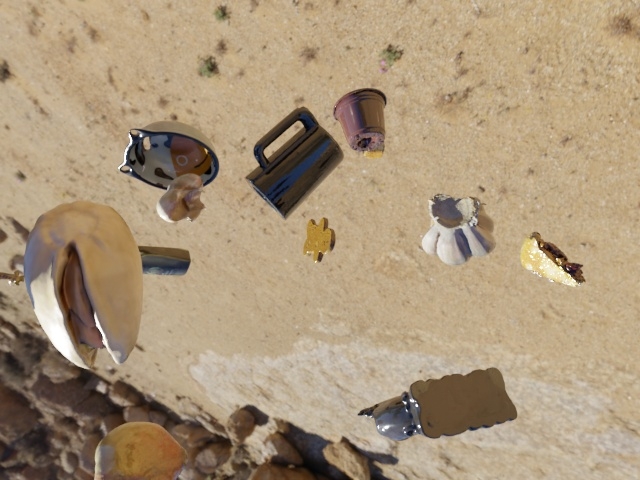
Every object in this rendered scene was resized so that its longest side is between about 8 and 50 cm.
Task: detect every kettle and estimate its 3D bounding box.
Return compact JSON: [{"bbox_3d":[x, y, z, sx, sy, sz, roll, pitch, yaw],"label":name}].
[{"bbox_3d":[-0.104,-0.266,1.534,0.262,0.308,0.203,47,175,-17],"label":"kettle"}]

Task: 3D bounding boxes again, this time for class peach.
[{"bbox_3d":[-0.465,0.585,1.168,0.233,0.232,0.232,25,147,17],"label":"peach"}]

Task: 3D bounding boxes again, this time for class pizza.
[{"bbox_3d":[0.662,0.056,1.265,0.194,0.069,0.154,40,159,33],"label":"pizza"}]

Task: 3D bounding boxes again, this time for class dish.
[{"bbox_3d":[-0.454,-0.277,1.375,0.303,0.120,0.303,-4,149,-2],"label":"dish"}]

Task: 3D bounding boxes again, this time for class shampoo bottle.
[{"bbox_3d":[-0.634,0.068,1.537,0.350,0.084,0.125,6,138,-37],"label":"shampoo bottle"}]

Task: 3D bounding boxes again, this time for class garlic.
[{"bbox_3d":[0.265,-0.012,0.857,0.131,0.127,0.194,-4,171,20],"label":"garlic"},{"bbox_3d":[-0.419,-0.128,1.355,0.124,0.174,0.099,29,144,6],"label":"garlic"}]

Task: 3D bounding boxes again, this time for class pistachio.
[{"bbox_3d":[-0.433,0.085,0.838,0.214,0.194,0.317,-135,41,-75],"label":"pistachio"}]

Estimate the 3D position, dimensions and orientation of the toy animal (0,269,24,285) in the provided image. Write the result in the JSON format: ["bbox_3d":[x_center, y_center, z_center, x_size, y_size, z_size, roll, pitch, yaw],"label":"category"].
[{"bbox_3d":[-0.901,0.083,1.112,0.149,0.276,0.054,-51,52,44],"label":"toy animal"}]

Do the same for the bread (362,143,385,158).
[{"bbox_3d":[0.171,-0.319,1.479,0.077,0.083,0.070,2,169,-5],"label":"bread"}]

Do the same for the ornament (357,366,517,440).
[{"bbox_3d":[0.222,0.348,0.918,0.251,0.106,0.260,-1,154,-20],"label":"ornament"}]

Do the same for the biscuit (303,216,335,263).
[{"bbox_3d":[0.001,0.000,1.335,0.031,0.138,0.205,11,177,-21],"label":"biscuit"}]

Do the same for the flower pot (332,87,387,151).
[{"bbox_3d":[0.085,-0.226,0.870,0.111,0.089,0.111,-10,162,-3],"label":"flower pot"}]
